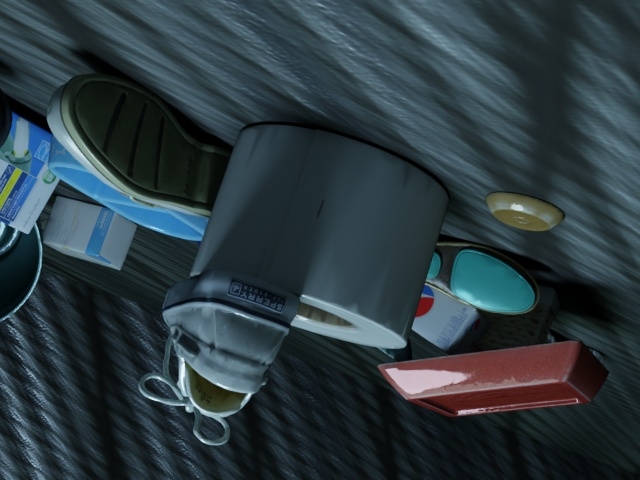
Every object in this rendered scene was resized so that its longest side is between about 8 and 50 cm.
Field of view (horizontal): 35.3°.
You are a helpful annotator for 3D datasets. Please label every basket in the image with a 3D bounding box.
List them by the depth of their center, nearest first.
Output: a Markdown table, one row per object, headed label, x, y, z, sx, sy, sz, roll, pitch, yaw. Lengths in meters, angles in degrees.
| label | x | y | z | sx | sy | sz | roll | pitch | yaw |
| --- | --- | --- | --- | --- | --- | --- | --- | --- | --- |
| basket | 0.233 | 0.107 | 1.383 | 0.167 | 0.103 | 0.113 | 12 | 168 | 20 |

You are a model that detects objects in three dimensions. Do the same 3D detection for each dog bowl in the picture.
| label | x | y | z | sx | sy | sz | roll | pitch | yaw |
| --- | --- | --- | --- | --- | --- | --- | --- | --- | --- |
| dog bowl | -0.233 | -0.077 | 1.302 | 0.166 | 0.074 | 0.297 | 11 | 167 | 29 |

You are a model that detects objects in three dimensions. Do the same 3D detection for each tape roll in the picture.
| label | x | y | z | sx | sy | sz | roll | pitch | yaw |
| --- | --- | --- | --- | --- | --- | --- | --- | --- | --- |
| tape roll | 0.000 | 0.000 | 1.088 | 0.246 | 0.169 | 0.246 | 17 | 167 | 4 |

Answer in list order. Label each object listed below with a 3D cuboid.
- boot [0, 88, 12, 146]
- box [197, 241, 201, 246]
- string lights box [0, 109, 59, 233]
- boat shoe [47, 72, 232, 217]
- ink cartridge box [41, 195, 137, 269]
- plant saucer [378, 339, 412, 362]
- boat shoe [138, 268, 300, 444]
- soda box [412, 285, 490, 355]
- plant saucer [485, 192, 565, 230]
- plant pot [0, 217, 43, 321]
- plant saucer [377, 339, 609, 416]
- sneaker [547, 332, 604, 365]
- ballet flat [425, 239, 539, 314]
| label | x | y | z | sx | sy | sz | roll | pitch | yaw |
| --- | --- | --- | --- | --- | --- | --- | --- | --- | --- |
| boot | -0.479 | -0.153 | 0.891 | 0.367 | 0.146 | 0.445 | 21 | -178 | -13 |
| box | -0.136 | -0.007 | 1.568 | 0.136 | 0.036 | 0.225 | 16 | 166 | 7 |
| string lights box | -0.446 | -0.121 | 1.243 | 0.077 | 0.133 | 0.260 | 26 | 176 | 40 |
| boat shoe | -0.197 | -0.089 | 1.107 | 0.103 | 0.113 | 0.302 | 3 | 162 | 33 |
| ink cartridge box | -0.420 | -0.016 | 1.791 | 0.143 | 0.090 | 0.092 | 15 | 167 | 19 |
| plant saucer | 0.003 | 0.066 | 1.370 | 0.318 | 0.043 | 0.317 | 36 | 179 | 1 |
| boat shoe | -0.112 | 0.135 | 1.068 | 0.136 | 0.156 | 0.367 | 21 | 167 | -12 |
| soda box | 0.114 | 0.074 | 1.335 | 0.216 | 0.069 | 0.074 | 34 | 178 | 31 |
| plant saucer | 0.209 | -0.027 | 1.037 | 0.083 | 0.015 | 0.083 | 17 | 168 | 4 |
| plant pot | -0.613 | -0.014 | 1.725 | 0.293 | 0.293 | 0.196 | 21 | -166 | -13 |
| plant saucer | 0.238 | 0.191 | 1.332 | 0.258 | 0.047 | 0.259 | -10 | 160 | 21 |
| sneaker | 0.346 | 0.190 | 1.637 | 0.232 | 0.090 | 0.115 | 26 | 169 | -29 |
| ballet flat | 0.163 | 0.028 | 1.261 | 0.232 | 0.080 | 0.073 | 18 | -164 | 9 |
